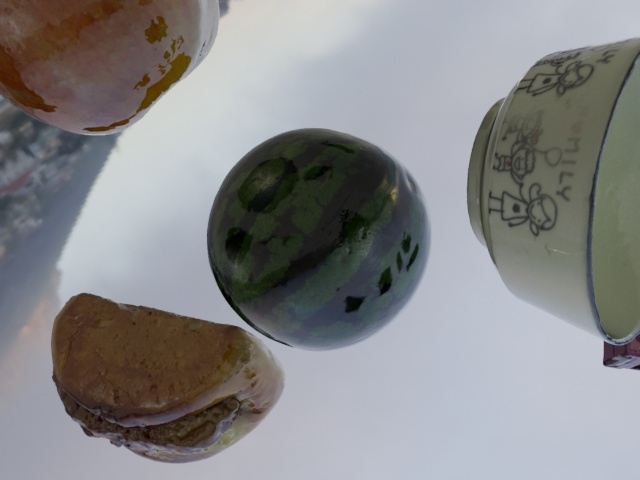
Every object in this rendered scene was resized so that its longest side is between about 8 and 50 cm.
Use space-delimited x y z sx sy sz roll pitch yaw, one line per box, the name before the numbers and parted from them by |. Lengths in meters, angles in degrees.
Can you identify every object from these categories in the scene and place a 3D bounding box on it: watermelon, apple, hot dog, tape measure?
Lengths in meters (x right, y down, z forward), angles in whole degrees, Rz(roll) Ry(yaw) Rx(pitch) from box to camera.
watermelon | 0.000 0.000 1.275 0.285 0.285 0.285 -31 -164 10
apple | -0.253 -0.245 1.134 0.301 0.302 0.301 -31 -164 10
hot dog | -0.270 0.235 1.649 0.405 0.185 0.223 10 -110 26
tape measure | 0.409 0.107 1.296 0.074 0.125 0.118 139 -41 -56

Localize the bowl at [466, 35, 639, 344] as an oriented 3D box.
bowl | 0.197 -0.044 0.787 0.126 0.238 0.238 9 -140 33
